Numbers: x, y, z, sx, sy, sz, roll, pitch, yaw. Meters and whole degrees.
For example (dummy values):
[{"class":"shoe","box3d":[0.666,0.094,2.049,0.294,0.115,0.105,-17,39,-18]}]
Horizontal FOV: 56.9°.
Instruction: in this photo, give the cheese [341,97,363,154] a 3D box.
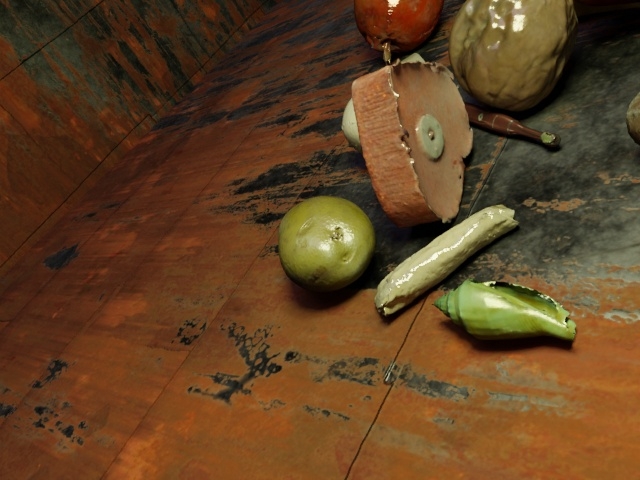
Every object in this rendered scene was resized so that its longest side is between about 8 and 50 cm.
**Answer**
[{"class":"cheese","box3d":[0.140,-0.253,1.296,0.154,0.189,0.198,-66,28,10]}]

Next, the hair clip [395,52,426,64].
[{"class":"hair clip","box3d":[0.197,-0.388,1.477,0.173,0.113,0.282,-34,30,3]}]

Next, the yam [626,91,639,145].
[{"class":"yam","box3d":[0.524,-0.121,0.771,0.131,0.131,0.279,-28,30,14]}]

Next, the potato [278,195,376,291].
[{"class":"potato","box3d":[0.000,0.000,1.098,0.174,0.159,0.251,-17,18,-15]}]

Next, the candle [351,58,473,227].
[{"class":"candle","box3d":[0.154,-0.191,1.069,0.131,0.287,0.316,-11,54,36]}]

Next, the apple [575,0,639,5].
[{"class":"apple","box3d":[0.571,-0.585,1.075,0.317,0.288,0.288,-18,32,3]}]

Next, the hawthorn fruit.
[{"class":"hawthorn fruit","box3d":[0.217,-0.654,1.714,0.276,0.276,0.307,-2,67,44]}]

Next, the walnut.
[{"class":"walnut","box3d":[0.376,-0.388,1.169,0.227,0.273,0.273,-1,14,-31]}]

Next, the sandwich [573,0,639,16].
[{"class":"sandwich","box3d":[0.665,-0.588,1.308,0.226,0.087,0.251,-48,33,-19]}]

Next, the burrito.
[{"class":"burrito","box3d":[0.199,0.025,0.954,0.275,0.059,0.082,-35,16,1]}]

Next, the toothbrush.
[{"class":"toothbrush","box3d":[0.352,-0.237,1.183,0.041,0.041,0.364,-37,30,-2]}]

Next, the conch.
[{"class":"conch","box3d":[0.243,0.093,0.803,0.201,0.079,0.095,6,35,27]}]

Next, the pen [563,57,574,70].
[{"class":"pen","box3d":[0.502,-0.426,1.307,0.028,0.028,0.239,-27,31,14]}]
